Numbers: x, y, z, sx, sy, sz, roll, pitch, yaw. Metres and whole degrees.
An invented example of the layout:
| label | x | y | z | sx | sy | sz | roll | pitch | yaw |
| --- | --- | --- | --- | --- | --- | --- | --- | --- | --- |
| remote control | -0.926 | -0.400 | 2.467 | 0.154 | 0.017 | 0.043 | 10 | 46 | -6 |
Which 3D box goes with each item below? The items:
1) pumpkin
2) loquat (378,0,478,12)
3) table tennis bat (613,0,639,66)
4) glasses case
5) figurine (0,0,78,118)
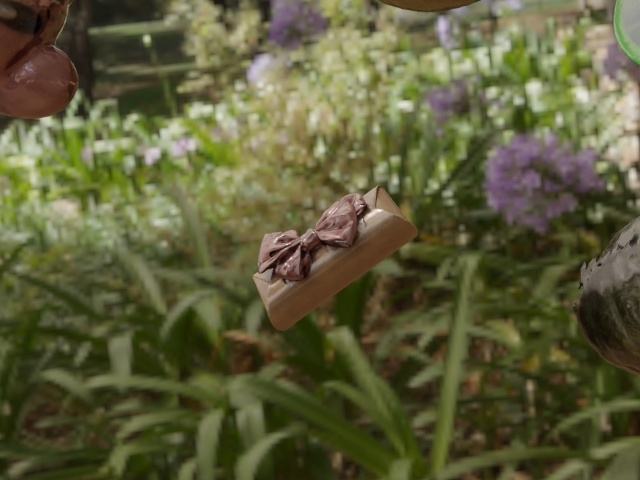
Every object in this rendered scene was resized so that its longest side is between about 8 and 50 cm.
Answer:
| label | x | y | z | sx | sy | sz | roll | pitch | yaw |
| --- | --- | --- | --- | --- | --- | --- | --- | --- | --- |
| pumpkin | 0.477 | 0.052 | 1.775 | 0.320 | 0.192 | 0.320 | -22 | -19 | -8 |
| loquat | 0.134 | -0.393 | 1.707 | 0.276 | 0.276 | 0.284 | -12 | 31 | -33 |
| table tennis bat | 0.298 | -0.163 | 1.046 | 0.160 | 0.039 | 0.257 | -35 | 39 | 21 |
| glasses case | 0.000 | 0.000 | 1.609 | 0.193 | 0.102 | 0.070 | -35 | -32 | 5 |
| figurine | -0.365 | -0.248 | 1.417 | 0.261 | 0.270 | 0.211 | 14 | -7 | 41 |
